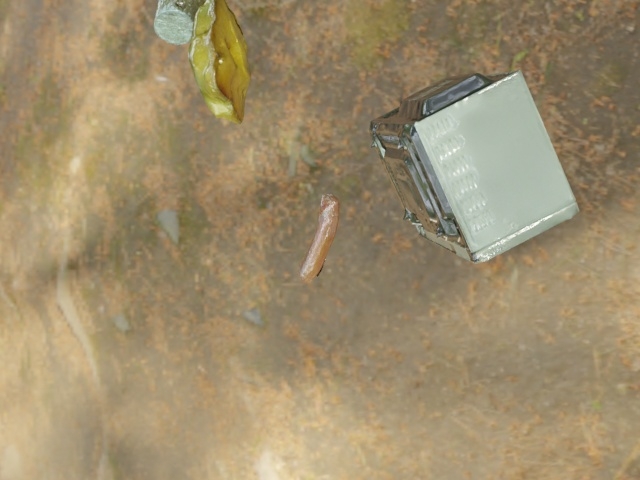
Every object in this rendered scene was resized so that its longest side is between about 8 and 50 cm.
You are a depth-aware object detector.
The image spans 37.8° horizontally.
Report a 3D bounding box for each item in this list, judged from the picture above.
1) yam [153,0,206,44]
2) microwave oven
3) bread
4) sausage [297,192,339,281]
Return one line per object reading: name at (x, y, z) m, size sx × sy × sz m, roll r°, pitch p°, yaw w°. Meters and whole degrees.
yam at (-0.298, -0.533, 2.047) m, size 0.107 × 0.107 × 0.194 m, roll -14°, pitch 57°, yaw 49°
microwave oven at (0.198, -0.108, 1.338) m, size 0.238 × 0.181 × 0.295 m, roll 63°, pitch 176°, yaw -11°
bread at (-0.188, -0.336, 1.736) m, size 0.088 × 0.161 × 0.233 m, roll -18°, pitch 55°, yaw 17°
sausage at (-0.001, 0.000, 1.654) m, size 0.047 × 0.040 × 0.177 m, roll 59°, pitch 140°, yaw 44°
